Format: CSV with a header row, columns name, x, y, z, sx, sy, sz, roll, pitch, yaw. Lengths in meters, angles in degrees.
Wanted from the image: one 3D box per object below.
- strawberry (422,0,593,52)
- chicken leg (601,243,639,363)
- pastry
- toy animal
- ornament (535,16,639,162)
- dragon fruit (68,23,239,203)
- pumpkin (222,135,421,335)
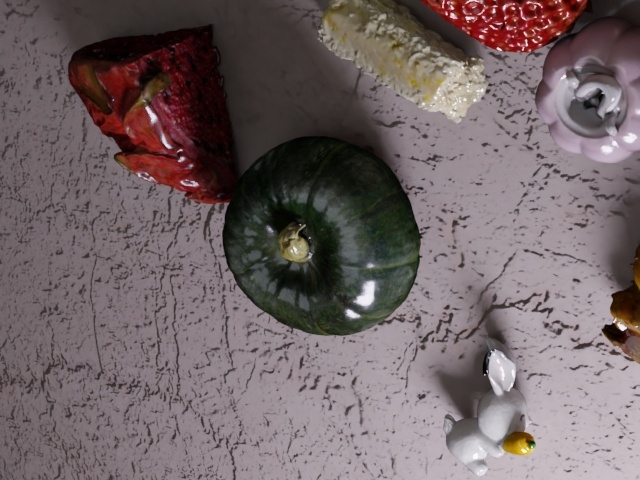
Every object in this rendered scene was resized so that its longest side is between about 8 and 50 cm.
name,x,y,z,sx,sy,sz,roll,pitch,yaw
strawberry,0.199,-0.323,1.305,0.205,0.244,0.205,8,99,61
chicken leg,0.508,0.125,1.399,0.295,0.182,0.409,-19,113,45
pastry,0.108,-0.259,1.524,0.258,0.089,0.121,42,137,15
toy animal,0.251,0.247,1.611,0.127,0.131,0.181,31,114,-7
ornament,0.349,-0.180,1.352,0.177,0.177,0.177,12,114,28
dragon fruit,-0.219,-0.191,1.717,0.240,0.302,0.330,-33,107,5
pumpkin,0.000,0.000,1.614,0.300,0.207,0.300,7,108,21
